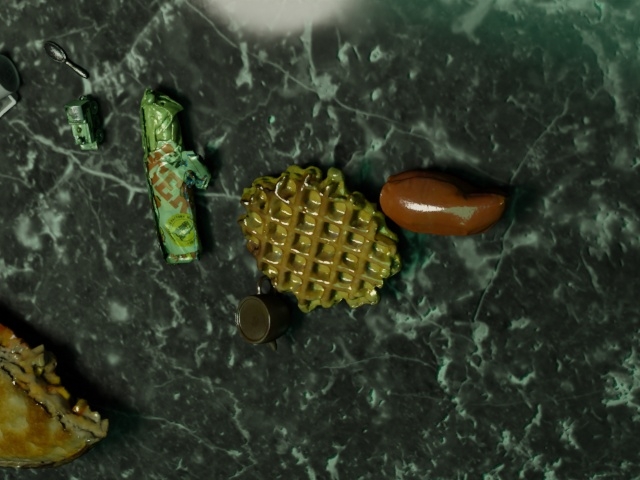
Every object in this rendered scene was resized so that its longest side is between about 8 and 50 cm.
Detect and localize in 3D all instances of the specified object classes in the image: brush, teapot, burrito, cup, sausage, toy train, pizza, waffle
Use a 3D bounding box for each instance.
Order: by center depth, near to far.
[{"bbox_3d":[0.170,-0.050,1.579,0.179,0.089,0.089,9,118,22],"label":"sausage"},{"bbox_3d":[0.000,0.000,1.669,0.238,0.059,0.243,-24,107,36],"label":"waffle"},{"bbox_3d":[-0.208,-0.088,1.713,0.104,0.054,0.288,1,115,19],"label":"burrito"},{"bbox_3d":[-0.378,-0.266,1.715,0.083,0.008,0.024,38,118,0],"label":"brush"},{"bbox_3d":[-0.352,-0.173,1.725,0.033,0.053,0.083,1,114,19],"label":"toy train"},{"bbox_3d":[-0.512,-0.224,1.756,0.116,0.074,0.104,-18,131,21],"label":"cup"},{"bbox_3d":[-0.080,0.110,1.761,0.076,0.068,0.121,3,95,41],"label":"teapot"},{"bbox_3d":[-0.563,0.206,1.945,0.440,0.130,0.406,-9,111,34],"label":"pizza"}]
